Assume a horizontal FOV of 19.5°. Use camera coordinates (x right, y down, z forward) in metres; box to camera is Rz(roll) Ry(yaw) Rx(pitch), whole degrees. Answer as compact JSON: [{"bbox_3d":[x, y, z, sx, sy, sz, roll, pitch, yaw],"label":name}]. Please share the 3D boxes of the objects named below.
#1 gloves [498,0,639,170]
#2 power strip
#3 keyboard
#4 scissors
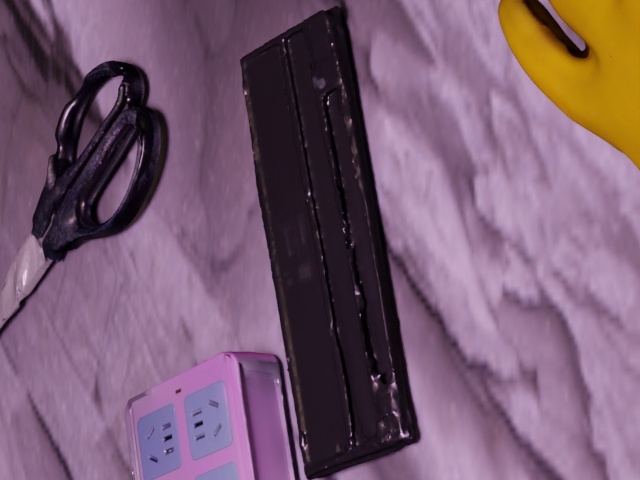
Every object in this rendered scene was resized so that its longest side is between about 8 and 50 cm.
[{"bbox_3d":[0.163,-0.072,0.751,0.294,0.116,0.133,55,130,40],"label":"gloves"},{"bbox_3d":[-0.050,0.196,1.026,0.109,0.037,0.279,-27,65,43],"label":"power strip"},{"bbox_3d":[0.000,0.000,1.013,0.087,0.017,0.250,-27,65,42],"label":"keyboard"},{"bbox_3d":[-0.188,0.009,1.223,0.300,0.022,0.109,-51,46,32],"label":"scissors"}]
